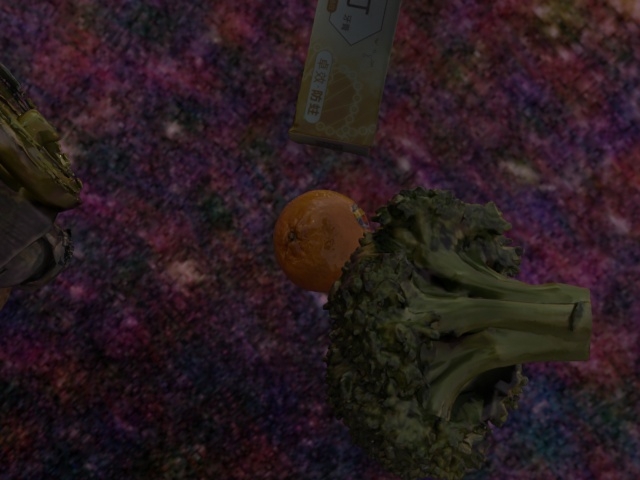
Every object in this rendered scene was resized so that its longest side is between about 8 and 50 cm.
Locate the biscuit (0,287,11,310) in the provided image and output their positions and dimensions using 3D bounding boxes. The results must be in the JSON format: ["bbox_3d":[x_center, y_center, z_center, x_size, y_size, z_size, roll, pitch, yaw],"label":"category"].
[{"bbox_3d":[-0.546,0.037,1.216,0.394,0.070,0.350,-47,133,-40],"label":"biscuit"}]

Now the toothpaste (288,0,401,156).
[{"bbox_3d":[0.040,-0.242,0.960,0.089,0.313,0.071,11,-3,4],"label":"toothpaste"}]

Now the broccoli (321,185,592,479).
[{"bbox_3d":[0.125,0.091,1.006,0.259,0.235,0.288,1,87,-12],"label":"broccoli"}]

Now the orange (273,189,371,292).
[{"bbox_3d":[0.003,0.001,1.711,0.177,0.177,0.155,49,22,2],"label":"orange"}]

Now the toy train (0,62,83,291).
[{"bbox_3d":[-0.227,-0.064,0.460,0.177,0.134,0.261,43,-5,41],"label":"toy train"}]
